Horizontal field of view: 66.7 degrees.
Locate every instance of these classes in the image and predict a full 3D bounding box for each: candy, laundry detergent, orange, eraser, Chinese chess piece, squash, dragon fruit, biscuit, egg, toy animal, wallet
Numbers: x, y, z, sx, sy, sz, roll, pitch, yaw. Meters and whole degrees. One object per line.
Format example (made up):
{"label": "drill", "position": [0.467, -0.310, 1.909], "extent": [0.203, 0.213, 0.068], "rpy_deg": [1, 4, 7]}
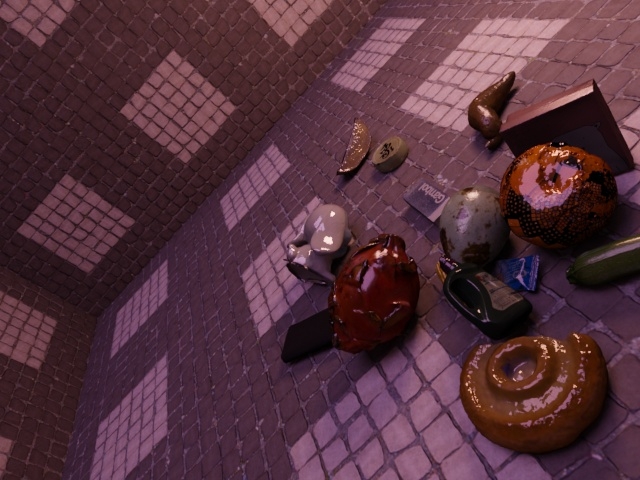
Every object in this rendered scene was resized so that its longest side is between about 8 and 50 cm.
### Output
{"label": "candy", "position": [0.436, 0.079, 1.114], "extent": [0.136, 0.038, 0.088], "rpy_deg": [-15, 57, 57]}
{"label": "laundry detergent", "position": [0.332, 0.110, 1.055], "extent": [0.145, 0.078, 0.222], "rpy_deg": [-23, 50, -32]}
{"label": "orange", "position": [0.506, -0.094, 1.052], "extent": [0.235, 0.182, 0.234], "rpy_deg": [-12, 67, 29]}
{"label": "eraser", "position": [0.333, -0.115, 1.476], "extent": [0.092, 0.046, 0.212], "rpy_deg": [-46, 29, 8]}
{"label": "Chinese chess piece", "position": [0.259, -0.322, 1.818], "extent": [0.144, 0.058, 0.144], "rpy_deg": [-34, 33, 26]}
{"label": "squash", "position": [0.577, 0.034, 0.922], "extent": [0.219, 0.077, 0.068], "rpy_deg": [-28, 38, 38]}
{"label": "dragon fruit", "position": [0.141, 0.141, 1.266], "extent": [0.250, 0.250, 0.314], "rpy_deg": [-14, 58, 48]}
{"label": "biscuit", "position": [0.380, 0.276, 0.896], "extent": [0.274, 0.091, 0.213], "rpy_deg": [-22, 37, 37]}
{"label": "egg", "position": [0.374, -0.028, 1.187], "extent": [0.169, 0.169, 0.231], "rpy_deg": [-12, 50, 49]}
{"label": "toy animal", "position": [-0.014, 0.012, 1.684], "extent": [0.249, 0.174, 0.289], "rpy_deg": [-21, 41, 41]}
{"label": "wallet", "position": [-0.017, 0.284, 1.501], "extent": [0.250, 0.044, 0.149], "rpy_deg": [-31, 29, 32]}

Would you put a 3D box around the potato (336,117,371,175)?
{"label": "potato", "position": [0.151, -0.365, 2.023], "extent": [0.120, 0.100, 0.260], "rpy_deg": [79, -151, -78]}

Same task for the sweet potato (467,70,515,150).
{"label": "sweet potato", "position": [0.520, -0.404, 1.510], "extent": [0.124, 0.098, 0.309], "rpy_deg": [4, 54, 31]}

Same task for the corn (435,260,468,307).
{"label": "corn", "position": [0.336, 0.115, 1.176], "extent": [0.067, 0.067, 0.206], "rpy_deg": [-43, 29, 13]}

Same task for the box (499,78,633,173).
{"label": "box", "position": [0.562, -0.231, 1.121], "extent": [0.215, 0.215, 0.086], "rpy_deg": [-21, 29, 43]}
